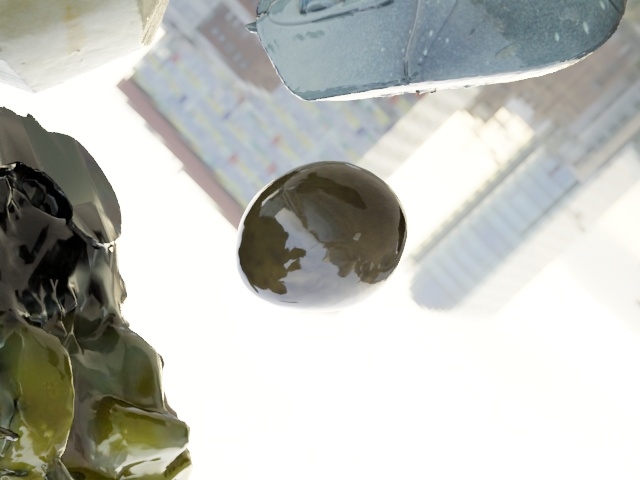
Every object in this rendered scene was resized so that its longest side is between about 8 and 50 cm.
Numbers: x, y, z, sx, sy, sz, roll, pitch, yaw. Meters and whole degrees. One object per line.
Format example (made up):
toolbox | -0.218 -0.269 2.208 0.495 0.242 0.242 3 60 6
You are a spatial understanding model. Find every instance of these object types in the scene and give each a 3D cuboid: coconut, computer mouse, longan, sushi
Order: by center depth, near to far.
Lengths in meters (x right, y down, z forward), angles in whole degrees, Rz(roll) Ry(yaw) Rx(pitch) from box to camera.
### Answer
computer mouse | 0.058 -0.141 0.897 0.068 0.229 0.113 39 -131 -69
sushi | -0.258 0.095 0.950 0.328 0.329 0.285 3 -114 -79
longan | 0.000 0.000 0.967 0.092 0.113 0.113 65 -164 9
coconut | -0.206 -0.229 1.230 0.202 0.222 0.202 61 172 14
